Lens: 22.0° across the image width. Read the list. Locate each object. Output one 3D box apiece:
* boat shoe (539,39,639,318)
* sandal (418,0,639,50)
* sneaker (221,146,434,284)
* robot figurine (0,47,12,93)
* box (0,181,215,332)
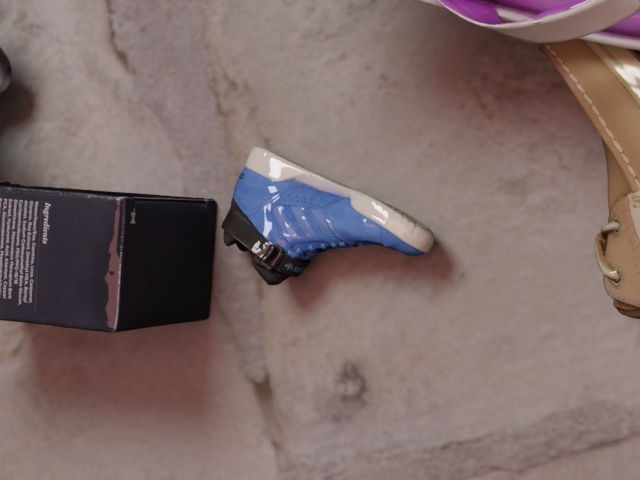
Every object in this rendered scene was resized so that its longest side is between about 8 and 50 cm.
[{"bbox_3d":[0.223,0.007,1.019,0.110,0.122,0.341,-35,80,16],"label":"boat shoe"},{"bbox_3d":[0.136,-0.180,0.915,0.416,0.102,0.169,3,113,6],"label":"sandal"},{"bbox_3d":[0.000,0.000,1.130,0.152,0.058,0.084,25,92,22],"label":"sneaker"},{"bbox_3d":[-0.407,-0.091,1.203,0.354,0.199,0.299,-11,48,19],"label":"robot figurine"},{"bbox_3d":[-0.175,0.009,1.142,0.158,0.156,0.093,4,92,19],"label":"box"}]
